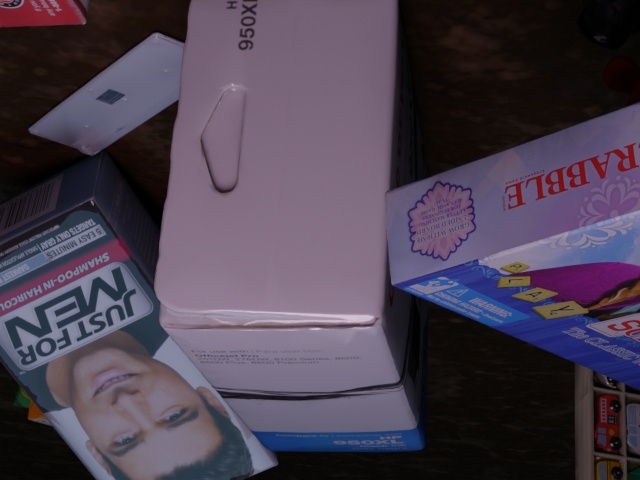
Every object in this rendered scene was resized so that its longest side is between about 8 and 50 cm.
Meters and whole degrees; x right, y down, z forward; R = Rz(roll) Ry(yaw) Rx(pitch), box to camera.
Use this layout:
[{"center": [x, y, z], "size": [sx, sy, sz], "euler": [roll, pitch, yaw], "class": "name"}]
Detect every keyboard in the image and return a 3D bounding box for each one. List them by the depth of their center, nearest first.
[{"center": [-0.183, -0.130, 1.179], "size": [0.072, 0.014, 0.256], "euler": [24, 152, -30], "class": "keyboard"}]

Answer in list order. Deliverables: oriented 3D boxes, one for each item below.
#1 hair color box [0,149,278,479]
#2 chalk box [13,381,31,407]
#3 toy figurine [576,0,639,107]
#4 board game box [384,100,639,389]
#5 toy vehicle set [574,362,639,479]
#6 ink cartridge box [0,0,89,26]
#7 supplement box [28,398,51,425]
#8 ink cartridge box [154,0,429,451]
[{"center": [-0.211, 0.112, 1.356], "size": [0.185, 0.113, 0.374], "euler": [-25, 119, 11], "class": "hair color box"}, {"center": [-0.254, 0.097, 1.547], "size": [0.180, 0.179, 0.289], "euler": [10, 159, -15], "class": "chalk box"}, {"center": [0.276, -0.136, 0.799], "size": [0.210, 0.213, 0.148], "euler": [3, 143, -5], "class": "toy figurine"}, {"center": [0.259, 0.000, 0.763], "size": [0.318, 0.065, 0.319], "euler": [-19, 152, 35], "class": "board game box"}, {"center": [0.413, 0.248, 1.679], "size": [0.166, 0.266, 0.035], "euler": [10, 159, -18], "class": "toy vehicle set"}, {"center": [-0.300, -0.226, 0.807], "size": [0.273, 0.114, 0.197], "euler": [1, 159, 13], "class": "ink cartridge box"}, {"center": [-0.291, 0.206, 1.538], "size": [0.062, 0.036, 0.098], "euler": [-13, 154, 36], "class": "supplement box"}, {"center": [0.000, 0.000, 1.092], "size": [0.166, 0.285, 0.395], "euler": [-1, 159, 9], "class": "ink cartridge box"}]
